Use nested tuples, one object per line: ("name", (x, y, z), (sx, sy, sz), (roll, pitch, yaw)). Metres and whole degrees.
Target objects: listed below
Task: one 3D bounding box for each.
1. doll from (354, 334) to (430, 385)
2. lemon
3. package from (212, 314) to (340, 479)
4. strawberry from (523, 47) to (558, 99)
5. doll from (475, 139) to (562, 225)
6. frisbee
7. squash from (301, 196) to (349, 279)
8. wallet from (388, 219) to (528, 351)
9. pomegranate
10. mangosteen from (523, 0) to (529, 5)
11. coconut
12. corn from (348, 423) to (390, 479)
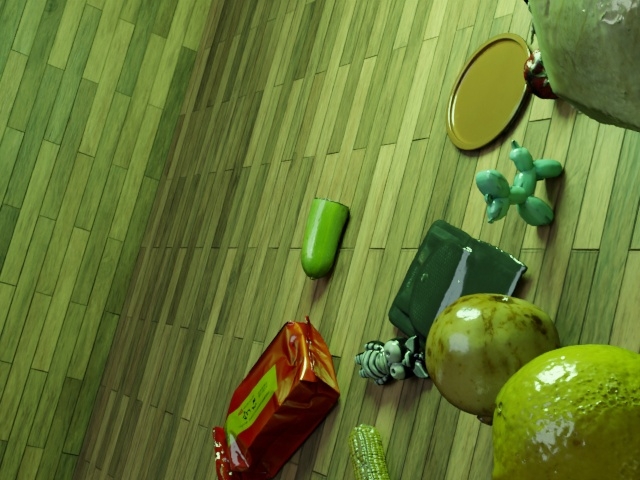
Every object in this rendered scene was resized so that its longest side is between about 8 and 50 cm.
("doll", (0.137, 0.237, 1.923), (0.219, 0.067, 0.091), (-21, 83, 55))
("lemon", (0.363, 0.271, 1.300), (0.293, 0.293, 0.293), (-38, 42, 45))
("package", (-0.104, 0.373, 2.203), (0.423, 0.123, 0.196), (-54, 30, 28))
("strawberry", (0.415, -0.305, 1.760), (0.106, 0.106, 0.106), (-38, 42, 45))
("doll", (0.338, -0.089, 1.688), (0.059, 0.158, 0.159), (-6, 61, 61))
("frisbee", (0.336, -0.297, 1.959), (0.251, 0.021, 0.251), (-37, 44, 46))
("squash", (0.000, 0.000, 2.288), (0.095, 0.095, 0.188), (11, 83, 61))
("wallet", (0.248, 0.102, 1.851), (0.323, 0.041, 0.247), (38, 108, 58))
("pomegranate", (0.276, 0.191, 1.579), (0.215, 0.215, 0.215), (-38, 42, 45))
("mangosteen", (0.461, -0.488, 1.661), (0.233, 0.287, 0.288), (37, 107, 31))
("coconut", (0.473, -0.345, 1.323), (0.404, 0.404, 0.405), (-38, 42, 45))
("corn", (0.096, 0.442, 1.870), (0.068, 0.068, 0.207), (-49, 35, 34))
